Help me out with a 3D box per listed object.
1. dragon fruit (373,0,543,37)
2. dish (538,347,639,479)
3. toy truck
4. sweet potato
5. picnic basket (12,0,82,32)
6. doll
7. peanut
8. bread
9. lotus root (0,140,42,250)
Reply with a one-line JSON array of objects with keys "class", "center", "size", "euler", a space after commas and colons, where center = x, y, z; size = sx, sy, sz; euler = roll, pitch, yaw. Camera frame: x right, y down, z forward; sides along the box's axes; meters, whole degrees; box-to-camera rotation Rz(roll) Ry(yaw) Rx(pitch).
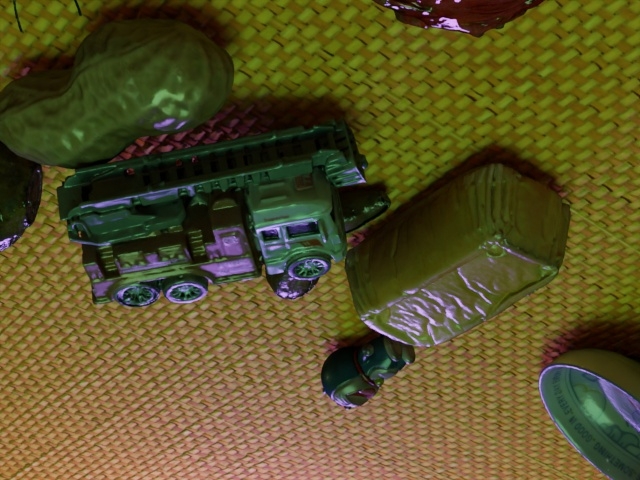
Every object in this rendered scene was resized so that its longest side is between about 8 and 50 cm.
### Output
[{"class": "dragon fruit", "center": [0.106, -0.281, 0.953], "size": [0.241, 0.241, 0.252], "euler": [-22, 120, 33]}, {"class": "dish", "center": [0.449, 0.230, 1.643], "size": [0.273, 0.134, 0.273], "euler": [41, 160, 18]}, {"class": "toy truck", "center": [-0.110, -0.039, 1.331], "size": [0.338, 0.133, 0.184], "euler": [-10, 149, 1]}, {"class": "sweet potato", "center": [-0.004, -0.002, 1.475], "size": [0.081, 0.062, 0.233], "euler": [11, 142, -30]}, {"class": "picnic basket", "center": [-0.275, -0.251, 1.172], "size": [0.065, 0.083, 0.083], "euler": [-11, 97, 1]}, {"class": "doll", "center": [0.060, 0.183, 1.690], "size": [0.152, 0.086, 0.114], "euler": [-33, 148, 27]}, {"class": "peanut", "center": [-0.229, -0.153, 1.262], "size": [0.298, 0.120, 0.136], "euler": [-18, 113, 30]}, {"class": "bread", "center": [0.161, 0.020, 1.425], "size": [0.152, 0.119, 0.288], "euler": [25, 141, -27]}, {"class": "lotus root", "center": [-0.463, -0.057, 1.397], "size": [0.274, 0.152, 0.160], "euler": [0, 134, 7]}]
